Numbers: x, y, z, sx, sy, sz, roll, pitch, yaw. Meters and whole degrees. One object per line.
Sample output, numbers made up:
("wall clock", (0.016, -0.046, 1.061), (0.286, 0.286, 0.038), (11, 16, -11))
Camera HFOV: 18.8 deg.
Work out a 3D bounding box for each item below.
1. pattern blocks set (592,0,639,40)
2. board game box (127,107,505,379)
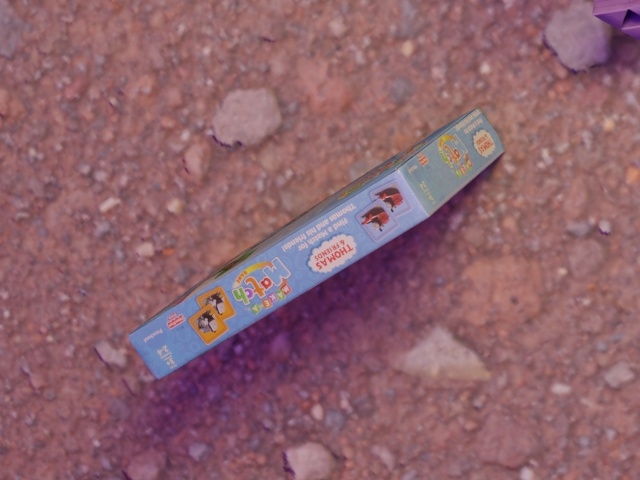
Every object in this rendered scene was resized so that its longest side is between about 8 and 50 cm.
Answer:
("pattern blocks set", (0.274, -0.170, 0.994), (0.325, 0.285, 0.026), (-16, 54, 37))
("board game box", (0.000, 0.000, 1.192), (0.211, 0.160, 0.039), (-32, 92, 27))
